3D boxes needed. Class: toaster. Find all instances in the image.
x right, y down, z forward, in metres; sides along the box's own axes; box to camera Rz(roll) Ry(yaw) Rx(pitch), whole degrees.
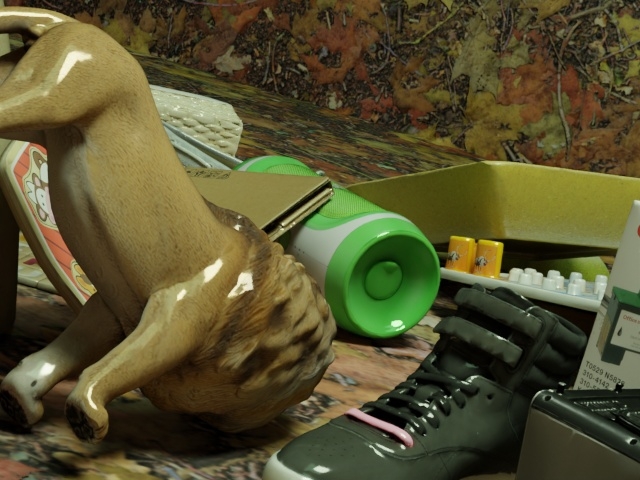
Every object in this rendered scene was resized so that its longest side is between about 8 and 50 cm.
[{"bbox_3d":[0.240,0.170,0.889,0.168,0.110,0.186,4,15,-43],"label":"toaster"}]

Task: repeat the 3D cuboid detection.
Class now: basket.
[{"bbox_3d":[-0.201,-0.143,1.913,0.167,0.113,0.103,10,15,-22],"label":"basket"}]

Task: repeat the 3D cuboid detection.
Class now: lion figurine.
[{"bbox_3d":[-0.134,-0.024,0.905,0.142,0.392,0.240,-3,26,47],"label":"lion figurine"}]

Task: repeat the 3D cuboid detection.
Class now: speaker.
[{"bbox_3d":[0.000,0.000,1.408,0.131,0.131,0.296,8,12,-31],"label":"speaker"}]

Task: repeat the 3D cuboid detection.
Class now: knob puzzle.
[{"bbox_3d":[-0.170,-0.013,1.033,0.030,0.213,0.213,-26,0,16],"label":"knob puzzle"}]

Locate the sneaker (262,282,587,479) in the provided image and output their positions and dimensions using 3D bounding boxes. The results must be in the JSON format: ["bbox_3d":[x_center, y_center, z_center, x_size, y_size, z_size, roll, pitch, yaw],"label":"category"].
[{"bbox_3d":[0.077,0.101,0.935,0.104,0.147,0.296,25,16,37],"label":"sneaker"}]

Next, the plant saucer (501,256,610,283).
[{"bbox_3d":[0.295,0.013,1.948,0.188,0.045,0.188,7,14,-36],"label":"plant saucer"}]

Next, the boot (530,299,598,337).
[{"bbox_3d":[0.354,0.098,1.464,0.280,0.096,0.264,18,13,25],"label":"boot"}]

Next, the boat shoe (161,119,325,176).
[{"bbox_3d":[-0.079,-0.064,1.684,0.320,0.103,0.118,16,11,12],"label":"boat shoe"}]

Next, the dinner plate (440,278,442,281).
[{"bbox_3d":[0.083,0.023,1.691,0.141,0.017,0.141,13,11,-2],"label":"dinner plate"}]

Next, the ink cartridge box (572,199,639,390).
[{"bbox_3d":[0.290,0.093,1.055,0.093,0.219,0.160,7,13,-38],"label":"ink cartridge box"}]

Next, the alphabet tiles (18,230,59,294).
[{"bbox_3d":[-0.312,0.008,1.262,0.237,0.009,0.198,15,10,6],"label":"alphabet tiles"}]

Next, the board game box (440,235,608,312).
[{"bbox_3d":[0.390,0.053,1.441,0.390,0.050,0.390,5,3,-34],"label":"board game box"}]

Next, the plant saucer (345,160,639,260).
[{"bbox_3d":[0.244,-0.026,1.677,0.333,0.081,0.333,5,-5,-28],"label":"plant saucer"}]

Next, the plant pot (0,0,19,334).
[{"bbox_3d":[-0.329,-0.092,1.018,0.256,0.274,0.256,13,12,-3],"label":"plant pot"}]

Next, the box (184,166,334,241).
[{"bbox_3d":[-0.112,-0.024,1.349,0.201,0.021,0.164,7,33,39],"label":"box"}]
